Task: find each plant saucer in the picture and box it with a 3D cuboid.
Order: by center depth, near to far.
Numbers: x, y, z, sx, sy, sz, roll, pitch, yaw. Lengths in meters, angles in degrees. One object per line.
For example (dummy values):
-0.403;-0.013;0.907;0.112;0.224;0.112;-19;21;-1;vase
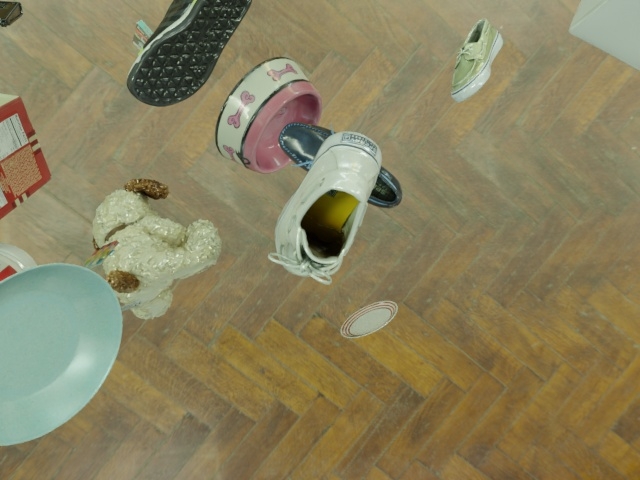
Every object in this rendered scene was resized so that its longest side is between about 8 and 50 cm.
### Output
-0.307;0.116;0.498;0.037;0.195;0.194;11;94;27;plant saucer

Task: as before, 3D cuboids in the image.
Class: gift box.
-0.809;-0.188;0.993;0.258;0.276;0.255;11;126;9;gift box

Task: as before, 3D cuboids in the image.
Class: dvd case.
-0.310;-0.353;0.859;0.013;0.119;0.087;-49;113;-14;dvd case

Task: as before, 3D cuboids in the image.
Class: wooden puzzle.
-0.342;0.024;0.715;0.083;0.049;0.006;-18;124;31;wooden puzzle

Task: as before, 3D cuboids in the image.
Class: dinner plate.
0.111;0.181;1.038;0.141;0.141;0.017;-27;102;-3;dinner plate

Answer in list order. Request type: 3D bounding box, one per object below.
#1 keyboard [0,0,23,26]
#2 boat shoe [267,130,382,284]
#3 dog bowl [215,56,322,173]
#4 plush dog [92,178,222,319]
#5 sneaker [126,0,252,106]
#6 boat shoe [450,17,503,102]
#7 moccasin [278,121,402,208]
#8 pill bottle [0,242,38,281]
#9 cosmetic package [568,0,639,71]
-0.755;-0.448;0.887;0.317;0.201;0.033;-3;133;-15;keyboard
-0.004;0.002;0.757;0.136;0.367;0.156;21;55;-10;boat shoe
-0.158;-0.406;1.587;0.150;0.408;0.408;41;90;15;dog bowl
-0.361;0.005;0.891;0.262;0.211;0.225;-43;68;18;plush dog
-0.183;-0.286;0.646;0.234;0.097;0.084;-51;135;-6;sneaker
0.426;-0.510;1.307;0.094;0.109;0.302;43;58;-21;boat shoe
0.057;-0.193;1.118;0.342;0.117;0.137;25;99;-1;moccasin
-0.766;0.155;0.973;0.229;0.407;0.229;-3;111;-8;pill bottle
0.546;-0.449;0.604;0.230;0.161;0.453;26;83;-5;cosmetic package
